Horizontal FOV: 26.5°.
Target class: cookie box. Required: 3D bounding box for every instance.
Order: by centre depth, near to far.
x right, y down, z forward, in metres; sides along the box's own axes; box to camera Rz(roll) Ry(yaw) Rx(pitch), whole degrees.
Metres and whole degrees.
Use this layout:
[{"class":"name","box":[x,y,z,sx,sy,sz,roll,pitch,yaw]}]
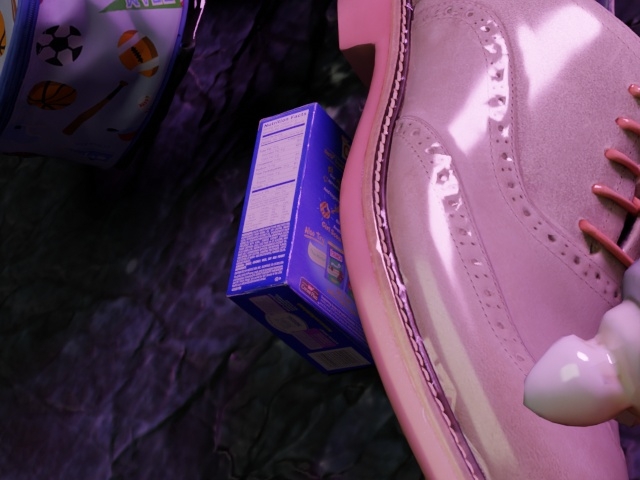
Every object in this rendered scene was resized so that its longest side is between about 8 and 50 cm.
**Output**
[{"class":"cookie box","box":[0.000,0.000,0.699,0.040,0.092,0.107,-12,54,32]}]

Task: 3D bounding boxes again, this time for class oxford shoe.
[{"class":"oxford shoe","box":[0.098,-0.024,0.600,0.146,0.140,0.397,-21,51,20]}]

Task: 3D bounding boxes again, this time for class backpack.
[{"class":"backpack","box":[-0.171,-0.182,0.844,0.276,0.213,0.263,124,137,-57]}]

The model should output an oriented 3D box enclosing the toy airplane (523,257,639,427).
[{"class":"toy airplane","box":[0.198,0.131,0.295,0.386,0.272,0.384,7,66,44]}]
